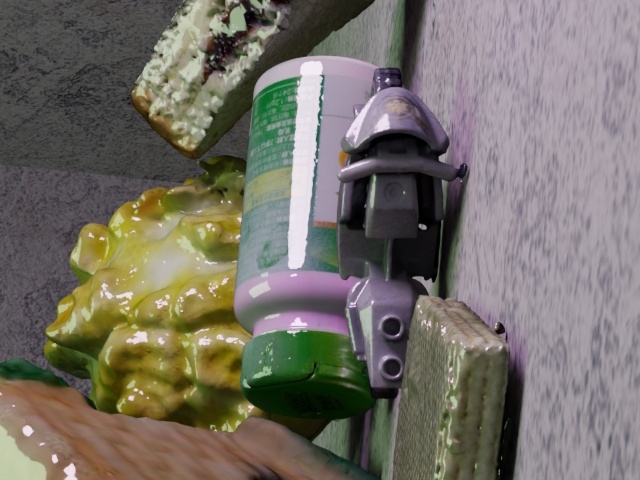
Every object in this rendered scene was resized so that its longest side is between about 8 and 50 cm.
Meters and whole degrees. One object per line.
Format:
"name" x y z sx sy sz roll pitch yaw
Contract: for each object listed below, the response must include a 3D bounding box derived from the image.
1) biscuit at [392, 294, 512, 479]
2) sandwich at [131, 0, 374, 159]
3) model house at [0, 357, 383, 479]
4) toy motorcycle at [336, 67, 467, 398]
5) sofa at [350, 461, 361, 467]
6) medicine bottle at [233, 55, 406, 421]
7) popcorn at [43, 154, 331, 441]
"biscuit" 0.066 0.096 0.892 0.199 0.040 0.121 -123 41 -86
"sandwich" -0.039 -0.205 1.436 0.288 0.099 0.254 -42 -3 -5
"model house" -0.120 0.301 1.090 0.334 0.342 0.382 38 106 45
"toy motorcycle" 0.048 -0.006 1.083 0.122 0.080 0.215 114 156 -86
"sofa" -0.007 0.302 1.432 0.225 0.176 0.210 -56 -1 -9
"medicine bottle" 0.000 0.000 1.360 0.133 0.133 0.274 104 172 -67
"popcorn" -0.109 0.091 1.573 0.312 0.312 0.312 -174 90 -86
